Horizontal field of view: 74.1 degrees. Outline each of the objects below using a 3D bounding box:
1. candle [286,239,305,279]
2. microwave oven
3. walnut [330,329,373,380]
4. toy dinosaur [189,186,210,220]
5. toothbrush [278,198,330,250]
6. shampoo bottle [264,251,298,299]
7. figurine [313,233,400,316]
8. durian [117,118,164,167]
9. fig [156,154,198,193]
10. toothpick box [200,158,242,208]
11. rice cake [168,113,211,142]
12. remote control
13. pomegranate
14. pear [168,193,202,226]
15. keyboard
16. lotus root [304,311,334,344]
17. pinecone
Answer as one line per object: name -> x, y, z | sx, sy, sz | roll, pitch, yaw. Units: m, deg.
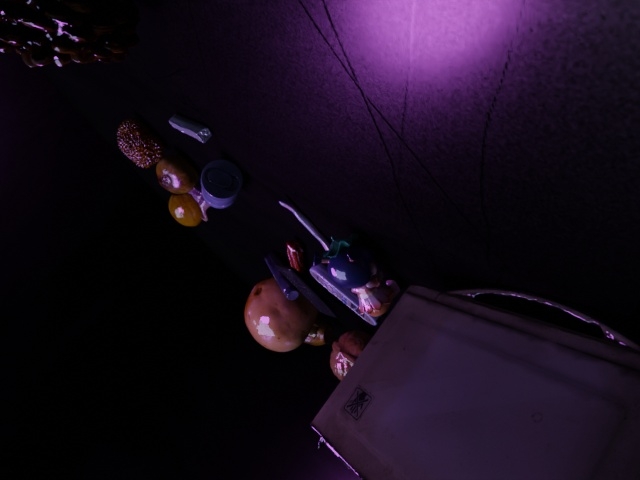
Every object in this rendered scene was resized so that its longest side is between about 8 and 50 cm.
candle -> -0.072, 0.066, 1.321 | 0.051, 0.048, 0.329 | 16, 162, 6
microwave oven -> 0.240, 0.265, 0.560 | 0.247, 0.333, 0.394 | 44, 166, -26
walnut -> 0.131, 0.419, 1.505 | 0.213, 0.213, 0.213 | 39, 165, 13
toy dinosaur -> -0.433, -0.153, 1.590 | 0.251, 0.072, 0.199 | 47, 158, 20
toothbrush -> 0.000, 0.000, 0.989 | 0.269, 0.027, 0.021 | 46, 156, -16
shampoo bottle -> -0.141, 0.127, 1.538 | 0.087, 0.049, 0.233 | 50, -179, -41
figurine -> 0.082, 0.069, 0.841 | 0.112, 0.102, 0.195 | -23, 114, 37
durian -> -0.612, -0.324, 1.443 | 0.158, 0.137, 0.168 | 61, 159, 11
fig -> -0.476, -0.217, 1.407 | 0.136, 0.121, 0.153 | 51, 164, -14
toothpick box -> -0.259, -0.144, 1.101 | 0.101, 0.101, 0.153 | 45, 166, -9
rice cake -> -0.314, -0.270, 1.014 | 0.171, 0.033, 0.029 | 30, 162, 39
remote control -> 0.070, 0.147, 1.191 | 0.244, 0.047, 0.087 | 38, 162, 16
pomegranate -> -0.142, 0.290, 1.688 | 0.319, 0.319, 0.319 | 39, 165, 13
pear -> -0.552, -0.141, 1.765 | 0.149, 0.149, 0.162 | 30, 151, 39
keyboard -> -0.012, 0.204, 1.459 | 0.381, 0.041, 0.104 | 42, 161, -32
lotus root -> -0.059, 0.359, 1.913 | 0.291, 0.193, 0.193 | 32, 163, 42
pinecone -> -0.376, -0.361, 0.608 | 0.221, 0.221, 0.221 | 39, 165, 13
